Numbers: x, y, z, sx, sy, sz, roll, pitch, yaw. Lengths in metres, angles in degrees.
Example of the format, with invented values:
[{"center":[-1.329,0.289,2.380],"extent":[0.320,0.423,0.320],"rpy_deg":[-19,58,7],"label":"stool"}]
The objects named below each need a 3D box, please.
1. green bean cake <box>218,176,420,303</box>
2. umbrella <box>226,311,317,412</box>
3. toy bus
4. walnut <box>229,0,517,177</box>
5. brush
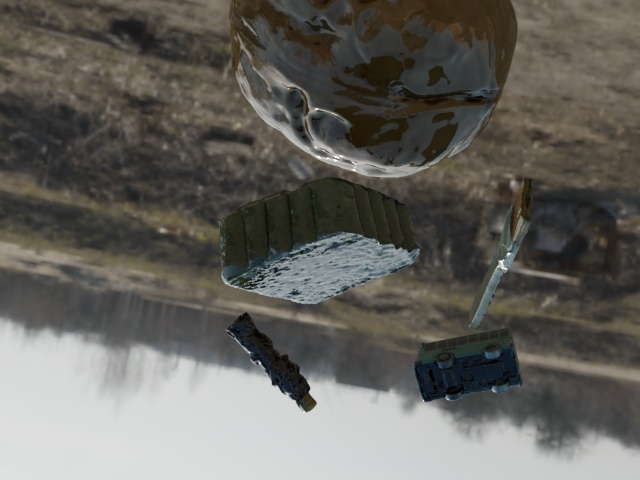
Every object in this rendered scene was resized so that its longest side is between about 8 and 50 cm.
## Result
[{"center":[0.000,0.000,1.216],"extent":[0.185,0.094,0.183],"rpy_deg":[-18,158,31],"label":"green bean cake"},{"center":[-0.055,0.147,1.269],"extent":[0.144,0.040,0.037],"rpy_deg":[50,-178,-7],"label":"umbrella"},{"center":[0.232,0.196,1.671],"extent":[0.160,0.079,0.092],"rpy_deg":[-13,-160,12],"label":"toy bus"},{"center":[0.060,-0.273,1.398],"extent":[0.397,0.354,0.308],"rpy_deg":[33,-148,13],"label":"walnut"},{"center":[0.245,0.036,1.465],"extent":[0.020,0.085,0.336],"rpy_deg":[10,147,1],"label":"brush"}]
